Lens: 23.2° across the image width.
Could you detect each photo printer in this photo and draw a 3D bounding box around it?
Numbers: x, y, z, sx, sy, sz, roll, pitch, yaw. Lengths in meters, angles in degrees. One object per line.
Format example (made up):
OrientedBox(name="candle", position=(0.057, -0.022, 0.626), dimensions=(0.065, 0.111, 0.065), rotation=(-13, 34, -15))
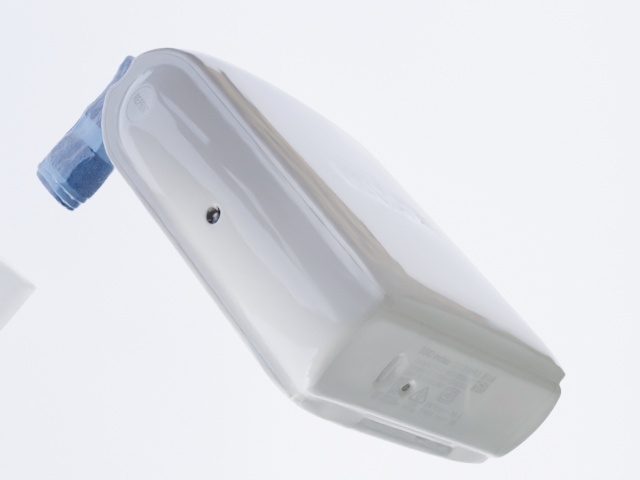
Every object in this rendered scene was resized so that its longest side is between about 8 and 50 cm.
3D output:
OrientedBox(name="photo printer", position=(0.000, 0.000, 1.045), dimensions=(0.107, 0.307, 0.256), rotation=(-49, -38, 12))

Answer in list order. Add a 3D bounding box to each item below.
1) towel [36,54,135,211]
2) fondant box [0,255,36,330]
OrientedBox(name="towel", position=(-0.159, -0.080, 1.146), dimensions=(0.119, 0.067, 0.029), rotation=(-48, -53, 1))
OrientedBox(name="fondant box", position=(-0.354, -0.058, 0.964), dimensions=(0.330, 0.238, 0.096), rotation=(39, -96, 14))
